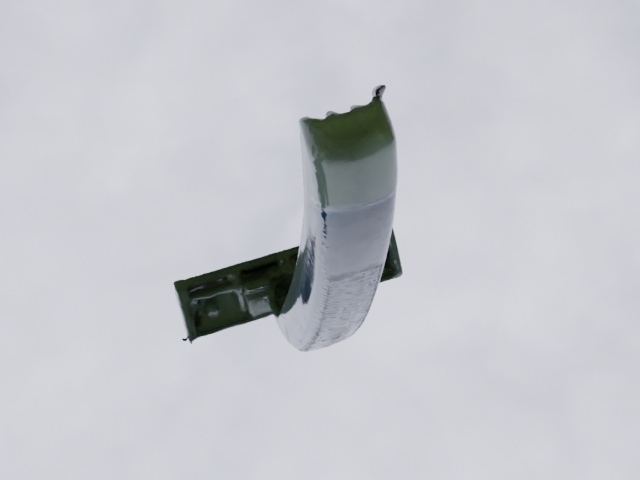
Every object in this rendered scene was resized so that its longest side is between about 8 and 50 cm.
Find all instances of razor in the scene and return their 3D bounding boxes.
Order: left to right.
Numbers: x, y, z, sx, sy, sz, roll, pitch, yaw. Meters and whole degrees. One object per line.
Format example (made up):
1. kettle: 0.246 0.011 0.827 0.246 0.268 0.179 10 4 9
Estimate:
1. razor: 0.001 0.004 0.494 0.068 0.191 0.037 -18 -98 -9
